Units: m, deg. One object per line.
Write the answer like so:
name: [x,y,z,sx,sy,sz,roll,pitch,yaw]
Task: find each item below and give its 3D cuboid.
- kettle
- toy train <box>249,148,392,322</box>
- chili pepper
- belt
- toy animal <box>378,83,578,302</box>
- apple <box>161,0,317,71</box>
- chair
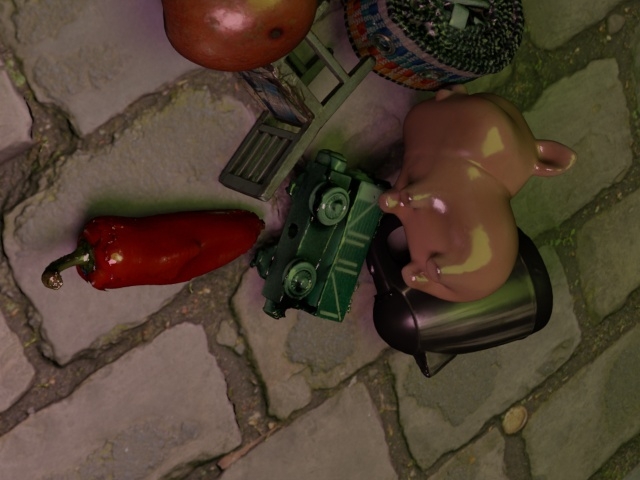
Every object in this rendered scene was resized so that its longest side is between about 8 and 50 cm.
kettle: [0.208,0.080,2.040,0.271,0.207,0.250,-21,121,-20]
toy train: [0.000,0.000,1.910,0.154,0.115,0.269,17,93,-43]
chili pepper: [-0.230,0.009,1.771,0.388,0.110,0.110,-7,108,-40]
belt: [0.156,-0.336,1.901,0.295,0.160,0.206,-1,85,-36]
toy animal: [0.221,-0.074,1.907,0.269,0.237,0.326,-15,97,-37]
apple: [-0.104,-0.350,1.654,0.254,0.253,0.253,-11,109,-32]
chair: [-0.070,-0.211,1.795,0.270,0.136,0.147,-51,124,-11]
